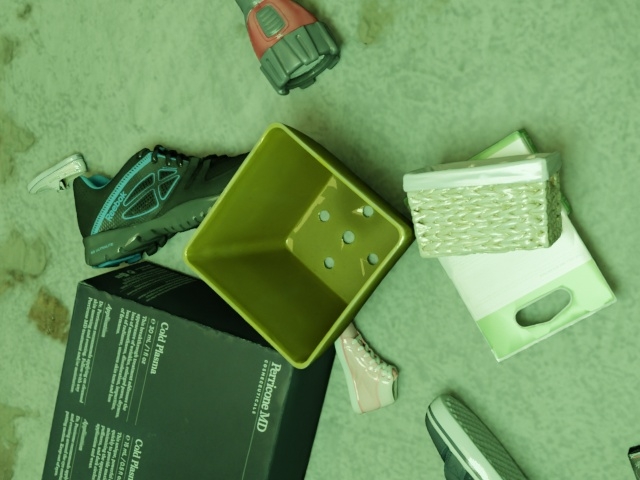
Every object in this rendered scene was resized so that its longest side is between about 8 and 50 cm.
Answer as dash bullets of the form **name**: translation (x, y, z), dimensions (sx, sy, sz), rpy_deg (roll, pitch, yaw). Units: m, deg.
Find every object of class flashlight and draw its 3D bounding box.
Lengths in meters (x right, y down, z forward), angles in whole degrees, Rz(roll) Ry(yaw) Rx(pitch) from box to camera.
- **flashlight**: translation (-0.091, -0.336, 1.364), dimensions (0.304, 0.103, 0.103), rpy_deg (58, 145, 9)

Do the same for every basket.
- **basket**: translation (0.193, -0.041, 1.226), dimensions (0.167, 0.113, 0.103), rpy_deg (-6, 97, 22)

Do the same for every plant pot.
- **plant pot**: translation (0.000, 0.000, 1.314), dimensions (0.212, 0.187, 0.212), rpy_deg (42, 109, 16)

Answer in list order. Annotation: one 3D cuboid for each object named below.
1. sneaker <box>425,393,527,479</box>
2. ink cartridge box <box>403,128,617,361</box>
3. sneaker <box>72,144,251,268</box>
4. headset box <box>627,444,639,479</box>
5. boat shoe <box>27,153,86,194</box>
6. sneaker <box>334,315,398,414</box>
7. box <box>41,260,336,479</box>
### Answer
- **sneaker**: translation (0.214, 0.347, 1.319), dimensions (0.127, 0.126, 0.321), rpy_deg (-41, 84, 14)
- **ink cartridge box**: translation (0.233, 0.006, 1.305), dimensions (0.171, 0.056, 0.235), rpy_deg (-31, 87, 21)
- **sneaker**: translation (-0.191, -0.073, 1.417), dimensions (0.341, 0.125, 0.139), rpy_deg (-20, 85, 19)
- **headset box**: translation (0.416, 0.286, 1.285), dimensions (0.062, 0.032, 0.083), rpy_deg (-21, 90, 22)
- **boat shoe**: translation (-0.379, -0.087, 1.533), dimensions (0.100, 0.035, 0.035), rpy_deg (-29, 84, 15)
- **sneaker**: translation (0.064, 0.158, 1.391), dimensions (0.070, 0.051, 0.134), rpy_deg (-13, 96, 20)
- **box**: translation (-0.177, 0.243, 1.422), dimensions (0.313, 0.179, 0.343), rpy_deg (18, 103, 18)
